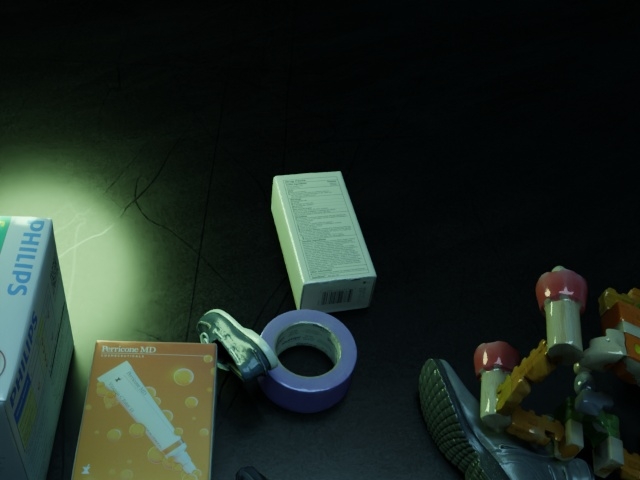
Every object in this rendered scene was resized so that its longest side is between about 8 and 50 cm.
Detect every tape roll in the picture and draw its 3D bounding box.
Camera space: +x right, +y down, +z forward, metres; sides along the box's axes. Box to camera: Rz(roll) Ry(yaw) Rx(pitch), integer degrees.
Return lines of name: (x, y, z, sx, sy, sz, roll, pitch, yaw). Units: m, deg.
tape roll: (-0.028, 0.230, 1.586, 0.188, 0.080, 0.189, 4, 48, -4)

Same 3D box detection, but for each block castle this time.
block castle: (0.525, 0.245, 1.440, 0.453, 0.303, 0.213, 23, 42, -7)

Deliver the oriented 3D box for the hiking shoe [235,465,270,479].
hiking shoe: (-0.043, 0.455, 1.396, 0.227, 0.086, 0.114, 38, 40, 17)

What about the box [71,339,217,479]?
box: (-0.285, 0.356, 1.377, 0.214, 0.168, 0.345, 2, 48, -6)

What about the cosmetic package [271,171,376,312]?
cosmetic package: (0.000, 0.000, 1.775, 0.160, 0.113, 0.309, -5, 49, -13)

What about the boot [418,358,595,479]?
boot: (0.338, 0.354, 1.527, 0.222, 0.118, 0.338, -10, 57, -25)

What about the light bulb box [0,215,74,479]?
light bulb box: (-0.557, 0.202, 1.345, 0.225, 0.361, 0.358, 3, 48, -6)

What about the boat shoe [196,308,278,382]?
boat shoe: (-0.175, 0.201, 1.535, 0.079, 0.095, 0.254, -32, 32, -25)
